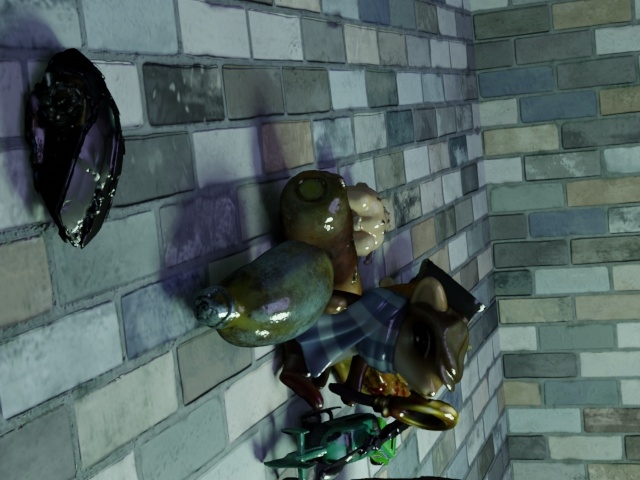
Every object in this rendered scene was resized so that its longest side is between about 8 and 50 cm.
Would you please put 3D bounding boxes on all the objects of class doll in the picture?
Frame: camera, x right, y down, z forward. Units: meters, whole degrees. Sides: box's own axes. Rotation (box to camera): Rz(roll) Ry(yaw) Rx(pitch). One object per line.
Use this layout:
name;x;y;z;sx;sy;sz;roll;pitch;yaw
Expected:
doll;0.089;0.194;1.859;0.209;0.340;0.318;-83;168;-45
doll;0.089;-0.034;2.205;0.278;0.119;0.154;35;54;-77

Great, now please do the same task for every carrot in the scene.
carrot;0.000;0.000;1.914;0.302;0.139;0.138;80;18;-45

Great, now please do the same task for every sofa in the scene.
sofa;0.250;0.198;2.518;0.200;0.182;0.258;41;29;-3

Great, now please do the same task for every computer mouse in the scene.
computer mouse;-0.276;-0.111;1.241;0.146;0.078;0.241;14;73;-67

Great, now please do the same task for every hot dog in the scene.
hot dog;0.145;0.220;2.186;0.405;0.185;0.223;-19;103;-69

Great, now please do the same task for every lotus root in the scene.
lotus root;-0.082;0.094;1.621;0.140;0.158;0.322;60;27;1

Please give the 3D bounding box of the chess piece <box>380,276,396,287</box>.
chess piece;0.166;0.113;2.486;0.092;0.035;0.035;43;47;-67

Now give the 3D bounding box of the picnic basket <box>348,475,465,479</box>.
picnic basket;0.156;0.558;2.026;0.129;0.297;0.222;117;-26;-80

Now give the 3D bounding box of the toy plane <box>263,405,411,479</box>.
toy plane;0.025;0.362;1.891;0.382;0.155;0.106;-1;89;-53

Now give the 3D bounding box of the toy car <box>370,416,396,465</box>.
toy car;0.124;0.427;2.267;0.165;0.063;0.071;57;35;-54
